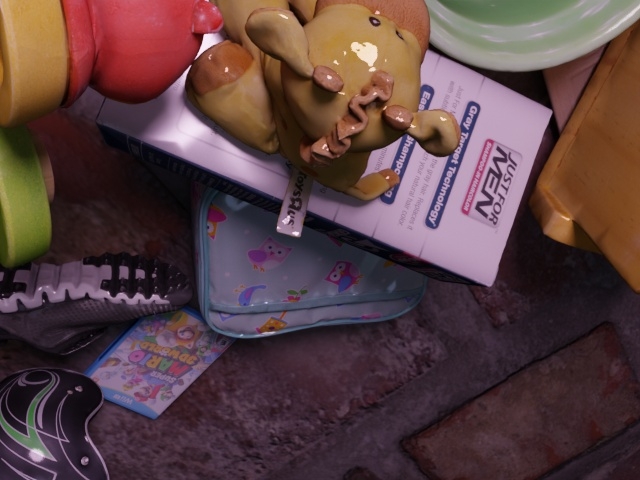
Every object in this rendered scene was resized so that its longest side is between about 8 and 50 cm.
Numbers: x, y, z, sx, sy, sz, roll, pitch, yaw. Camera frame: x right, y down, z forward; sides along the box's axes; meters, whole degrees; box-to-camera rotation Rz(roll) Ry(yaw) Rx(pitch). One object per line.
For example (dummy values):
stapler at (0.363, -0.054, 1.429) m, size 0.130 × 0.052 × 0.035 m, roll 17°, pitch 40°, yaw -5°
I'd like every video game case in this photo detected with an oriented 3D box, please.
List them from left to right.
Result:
video game case at (-0.203, 0.148, 0.819) m, size 0.166 × 0.015 × 0.119 m, roll -45°, pitch 124°, yaw 14°

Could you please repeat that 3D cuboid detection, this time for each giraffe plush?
giraffe plush at (0.007, -0.110, 0.432) m, size 0.182 × 0.170 × 0.210 m, roll -2°, pitch 89°, yaw -15°

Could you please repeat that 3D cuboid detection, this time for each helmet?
helmet at (-0.322, 0.243, 0.744) m, size 0.170 × 0.161 × 0.169 m, roll -4°, pitch 128°, yaw -5°

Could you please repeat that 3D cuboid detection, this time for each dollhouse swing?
dollhouse swing at (0.413, -0.104, 0.620) m, size 0.315 × 0.305 × 0.346 m, roll 13°, pitch 114°, yaw -21°

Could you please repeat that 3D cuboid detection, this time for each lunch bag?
lunch bag at (0.000, 0.000, 0.726) m, size 0.279 × 0.108 × 0.224 m, roll -3°, pitch 123°, yaw -15°

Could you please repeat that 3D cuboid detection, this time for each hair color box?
hair color box at (0.007, -0.099, 0.574) m, size 0.347 × 0.105 × 0.173 m, roll 23°, pitch 83°, yaw -12°

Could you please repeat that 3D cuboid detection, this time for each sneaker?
sneaker at (-0.258, 0.073, 0.717) m, size 0.234 × 0.078 × 0.106 m, roll -1°, pitch 126°, yaw -13°

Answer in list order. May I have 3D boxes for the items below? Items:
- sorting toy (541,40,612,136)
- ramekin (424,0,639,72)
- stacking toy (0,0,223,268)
sorting toy at (0.332, -0.226, 0.729) m, size 0.193 × 0.038 × 0.208 m, roll -30°, pitch 122°, yaw 3°
ramekin at (0.163, -0.310, 0.545) m, size 0.304 × 0.148 × 0.303 m, roll -8°, pitch 125°, yaw -12°
stacking toy at (-0.202, -0.149, 0.475) m, size 0.130 × 0.309 × 0.279 m, roll -17°, pitch 147°, yaw -33°
